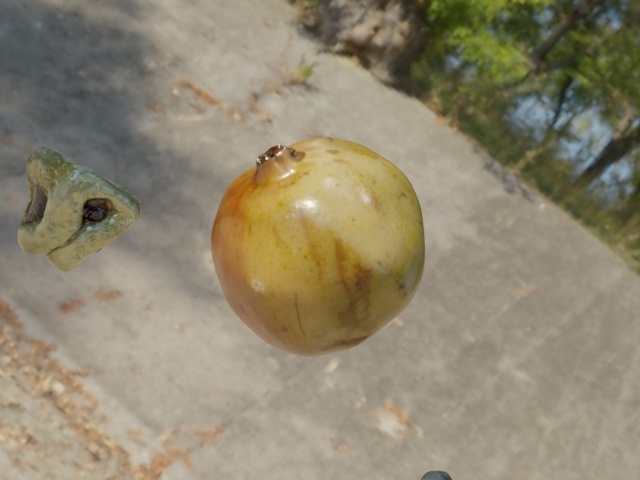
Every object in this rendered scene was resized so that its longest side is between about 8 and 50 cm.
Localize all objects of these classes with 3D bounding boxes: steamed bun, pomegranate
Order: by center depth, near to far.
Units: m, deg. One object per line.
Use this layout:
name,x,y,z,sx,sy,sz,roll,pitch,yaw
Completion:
pomegranate,0.000,0.000,1.290,0.264,0.264,0.264,40,4,-3
steamed bun,-0.376,-0.036,1.640,0.172,0.155,0.141,34,-6,-40

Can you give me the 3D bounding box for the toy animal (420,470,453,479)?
toy animal,0.253,0.590,1.811,0.194,0.344,0.302,8,-25,31
